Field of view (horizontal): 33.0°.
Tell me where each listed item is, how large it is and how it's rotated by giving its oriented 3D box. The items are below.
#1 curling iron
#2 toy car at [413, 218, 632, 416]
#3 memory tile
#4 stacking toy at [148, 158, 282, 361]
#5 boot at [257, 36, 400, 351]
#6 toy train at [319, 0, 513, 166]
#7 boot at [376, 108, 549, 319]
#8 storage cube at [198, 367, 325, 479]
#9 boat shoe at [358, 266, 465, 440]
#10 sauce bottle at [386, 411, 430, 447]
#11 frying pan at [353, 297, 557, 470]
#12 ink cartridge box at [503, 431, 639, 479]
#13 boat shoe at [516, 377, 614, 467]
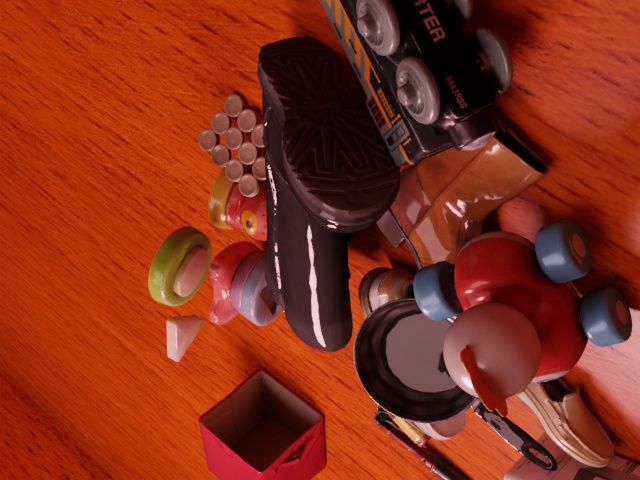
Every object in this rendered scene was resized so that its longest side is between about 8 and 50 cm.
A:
[{"bbox_3d":[0.196,0.382,1.894,0.274,0.035,0.068,42,150,18],"label":"curling iron"},{"bbox_3d":[0.223,0.128,1.289,0.219,0.238,0.210,-20,117,36],"label":"toy car"},{"bbox_3d":[-0.124,-0.150,1.707,0.148,0.012,0.113,48,112,22],"label":"memory tile"},{"bbox_3d":[-0.137,0.058,1.778,0.130,0.279,0.309,22,139,25],"label":"stacking toy"},{"bbox_3d":[0.000,-0.001,1.513,0.367,0.146,0.445,-107,16,-46],"label":"boot"},{"bbox_3d":[0.089,-0.240,1.230,0.334,0.142,0.190,63,160,5],"label":"toy train"},{"bbox_3d":[0.218,-0.029,1.392,0.264,0.096,0.280,54,144,11],"label":"boot"},{"bbox_3d":[-0.116,0.421,2.227,0.215,0.184,0.193,34,147,29],"label":"storage cube"},{"bbox_3d":[0.155,0.183,1.653,0.103,0.113,0.302,6,126,59],"label":"boat shoe"},{"bbox_3d":[0.142,0.301,1.874,0.128,0.042,0.042,43,150,12],"label":"sauce bottle"},{"bbox_3d":[0.205,0.189,1.550,0.326,0.053,0.197,16,113,14],"label":"frying pan"},{"bbox_3d":[0.418,0.413,1.531,0.273,0.115,0.198,15,134,48],"label":"ink cartridge box"},{"bbox_3d":[0.339,0.232,1.501,0.190,0.068,0.072,44,138,15],"label":"boat shoe"}]
